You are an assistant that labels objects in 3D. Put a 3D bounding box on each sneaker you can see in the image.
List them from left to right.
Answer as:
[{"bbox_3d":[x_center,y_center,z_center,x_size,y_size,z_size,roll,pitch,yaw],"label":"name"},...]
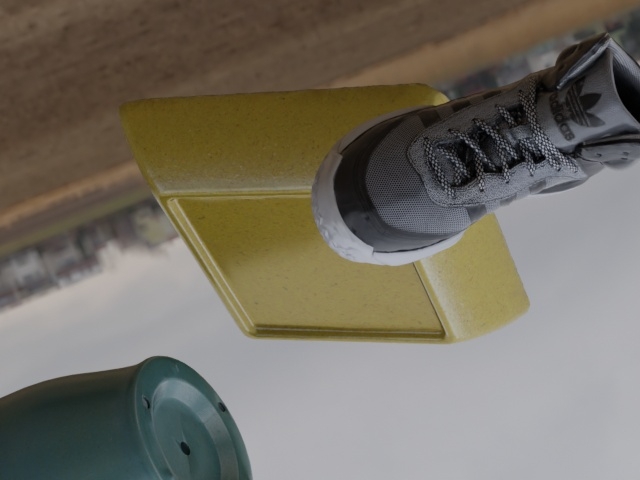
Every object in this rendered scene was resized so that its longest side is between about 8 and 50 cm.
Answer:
[{"bbox_3d":[0.125,-0.068,0.949,0.268,0.101,0.153,-21,176,-37],"label":"sneaker"}]

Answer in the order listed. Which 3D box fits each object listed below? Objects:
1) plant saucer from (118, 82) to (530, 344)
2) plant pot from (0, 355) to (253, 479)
[{"bbox_3d":[0.000,0.000,1.376,0.333,0.333,0.081,-1,-128,25],"label":"plant saucer"},{"bbox_3d":[-0.216,0.243,1.376,0.255,0.272,0.271,-29,180,22],"label":"plant pot"}]
